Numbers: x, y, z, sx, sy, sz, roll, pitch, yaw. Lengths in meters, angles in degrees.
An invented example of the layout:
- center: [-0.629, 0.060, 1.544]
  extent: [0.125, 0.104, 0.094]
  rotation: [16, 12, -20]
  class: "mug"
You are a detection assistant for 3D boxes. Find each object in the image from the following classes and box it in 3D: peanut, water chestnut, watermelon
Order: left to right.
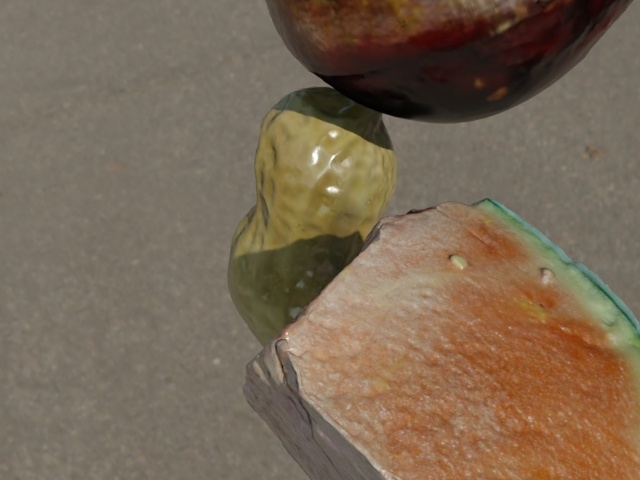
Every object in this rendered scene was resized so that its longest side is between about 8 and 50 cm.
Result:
- center: [-0.009, 0.003, 1.087]
  extent: [0.159, 0.291, 0.143]
  rotation: [0, 24, 1]
  class: "peanut"
- center: [0.098, -0.267, 0.926]
  extent: [0.350, 0.302, 0.350]
  rotation: [-25, 30, 15]
  class: "water chestnut"
- center: [0.105, 0.101, 0.702]
  extent: [0.292, 0.319, 0.222]
  rotation: [43, 75, 15]
  class: "watermelon"
